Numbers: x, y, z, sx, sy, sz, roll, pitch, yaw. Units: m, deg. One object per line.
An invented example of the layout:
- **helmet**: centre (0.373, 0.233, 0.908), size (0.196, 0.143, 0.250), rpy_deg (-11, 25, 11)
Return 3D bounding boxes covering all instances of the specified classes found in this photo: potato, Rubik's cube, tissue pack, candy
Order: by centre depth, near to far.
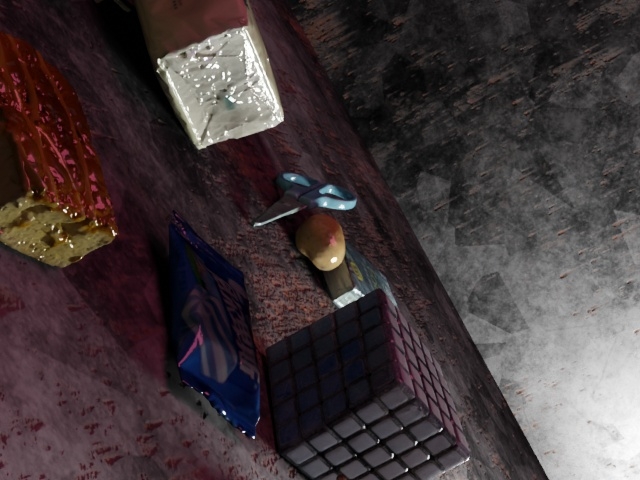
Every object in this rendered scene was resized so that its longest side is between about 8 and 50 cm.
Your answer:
- **candy**: centre (-0.159, 0.119, 1.580), size (0.187, 0.077, 0.331), rpy_deg (45, 22, -40)
- **Rubik's cube**: centre (0.074, 0.267, 1.755), size (0.238, 0.237, 0.237), rpy_deg (49, 16, -35)
- **tissue pack**: centre (-0.231, -0.412, 2.049), size (0.297, 0.207, 0.380), rpy_deg (70, 0, -59)
- **potato**: centre (0.001, 0.001, 2.334), size (0.112, 0.112, 0.147), rpy_deg (50, 9, -36)
- **tissue pack**: centre (0.086, 0.109, 2.465), size (0.257, 0.081, 0.185), rpy_deg (42, 22, -48)

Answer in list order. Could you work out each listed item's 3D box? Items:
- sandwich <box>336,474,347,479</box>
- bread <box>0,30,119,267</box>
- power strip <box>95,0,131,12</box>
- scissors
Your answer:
- **sandwich**: centre (0.053, 0.466, 1.575), size (0.258, 0.096, 0.094), rpy_deg (57, 20, -16)
- **bread**: centre (-0.358, -0.121, 1.291), size (0.185, 0.114, 0.275), rpy_deg (36, 25, -60)
- **power strip**: centre (-0.402, -0.483, 1.970), size (0.175, 0.075, 0.042), rpy_deg (51, 14, -39)
- **scissors**: centre (-0.060, -0.080, 2.314), size (0.192, 0.029, 0.447), rpy_deg (21, 18, 13)
